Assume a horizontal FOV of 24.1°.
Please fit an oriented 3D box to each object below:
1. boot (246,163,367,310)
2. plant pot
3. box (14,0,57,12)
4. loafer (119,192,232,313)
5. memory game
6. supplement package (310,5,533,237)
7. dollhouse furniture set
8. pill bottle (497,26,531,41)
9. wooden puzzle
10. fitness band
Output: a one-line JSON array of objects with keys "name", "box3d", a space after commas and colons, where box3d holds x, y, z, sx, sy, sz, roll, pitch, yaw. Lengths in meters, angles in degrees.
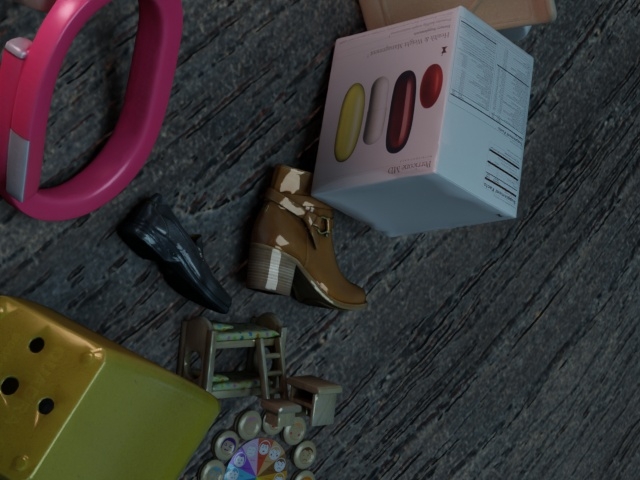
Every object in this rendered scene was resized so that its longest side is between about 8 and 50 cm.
[{"name": "boot", "box3d": [0.000, 0.000, 1.769, 0.197, 0.073, 0.152, 19, 81, -48]}, {"name": "plant pot", "box3d": [-0.260, 0.171, 1.441, 0.212, 0.212, 0.187, -58, 153, -15]}, {"name": "box", "box3d": [-0.278, -0.380, 1.349, 0.148, 0.121, 0.311, -43, 140, -27]}, {"name": "loafer", "box3d": [-0.146, 0.018, 1.649, 0.170, 0.062, 0.061, 50, 62, -38]}, {"name": "memory game", "box3d": [-0.074, 0.288, 1.805, 0.186, 0.012, 0.186, -11, 106, -39]}, {"name": "supplement package", "box3d": [0.118, -0.131, 1.724, 0.149, 0.194, 0.203, 26, 65, -41]}, {"name": "dollhouse furniture set", "box3d": [-0.094, 0.143, 1.653, 0.182, 0.161, 0.101, 0, 100, -42]}, {"name": "pill bottle", "box3d": [0.258, -0.404, 1.837, 0.169, 0.169, 0.302, 37, 75, -40]}, {"name": "wooden puzzle", "box3d": [0.140, -0.338, 1.712, 0.044, 0.238, 0.221, -56, 135, -52]}, {"name": "fitness band", "box3d": [-0.227, -0.142, 1.463, 0.209, 0.054, 0.291, -31, 148, -47]}]
